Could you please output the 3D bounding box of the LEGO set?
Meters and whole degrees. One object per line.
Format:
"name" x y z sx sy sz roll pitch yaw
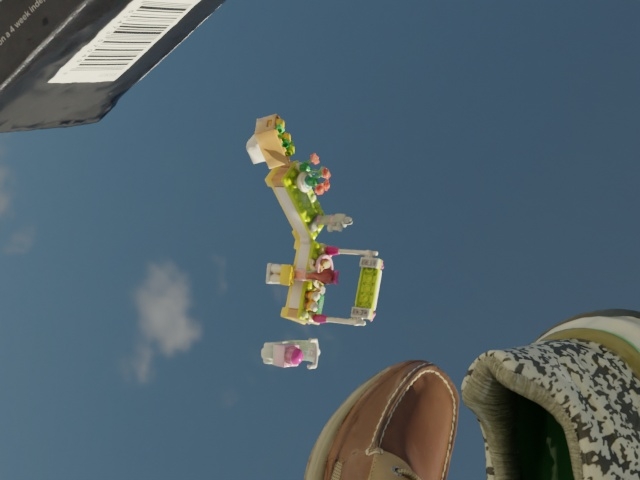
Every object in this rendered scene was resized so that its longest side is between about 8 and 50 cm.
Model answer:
"LEGO set" 0.000 0.000 1.185 0.107 0.132 0.287 4 -80 35

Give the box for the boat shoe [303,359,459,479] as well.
"boat shoe" 0.046 0.225 0.772 0.116 0.123 0.324 -20 -145 46

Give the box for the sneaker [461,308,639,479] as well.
"sneaker" 0.164 0.235 0.607 0.158 0.182 0.411 -34 -119 38

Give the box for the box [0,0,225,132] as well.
"box" -0.140 -0.176 0.488 0.153 0.108 0.207 -35 -97 27
